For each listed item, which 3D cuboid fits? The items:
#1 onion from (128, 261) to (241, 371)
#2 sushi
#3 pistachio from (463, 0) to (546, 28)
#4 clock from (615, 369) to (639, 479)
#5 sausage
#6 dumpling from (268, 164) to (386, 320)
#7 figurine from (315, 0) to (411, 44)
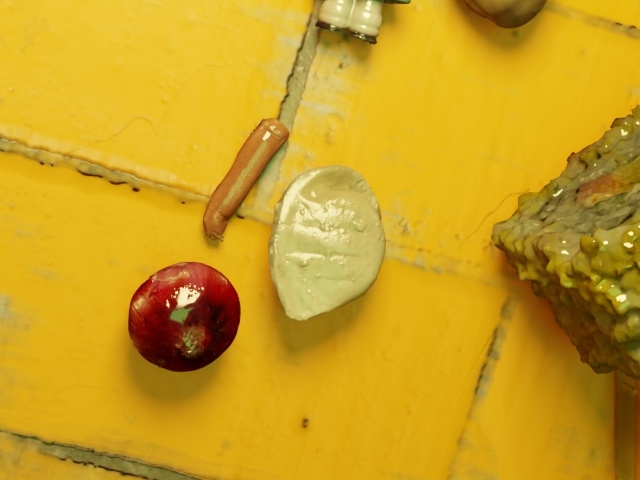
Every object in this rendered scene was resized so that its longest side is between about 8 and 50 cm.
[{"bbox_3d":[-0.153,0.087,1.327,0.131,0.131,0.131,-1,97,-12],"label":"onion"},{"bbox_3d":[0.425,-0.019,1.314,0.396,0.351,0.240,-36,102,-4],"label":"sushi"},{"bbox_3d":[0.202,-0.354,1.344,0.135,0.136,0.226,-5,95,-11],"label":"pistachio"},{"bbox_3d":[0.449,0.242,1.485,0.143,0.096,0.202,-3,97,-8],"label":"clock"},{"bbox_3d":[-0.090,-0.071,1.363,0.042,0.036,0.158,31,90,-2],"label":"sausage"},{"bbox_3d":[0.001,-0.001,1.361,0.176,0.092,0.150,-43,104,-4],"label":"dumpling"},{"bbox_3d":[0.056,-0.351,1.327,0.137,0.110,0.246,18,100,-1],"label":"figurine"}]
